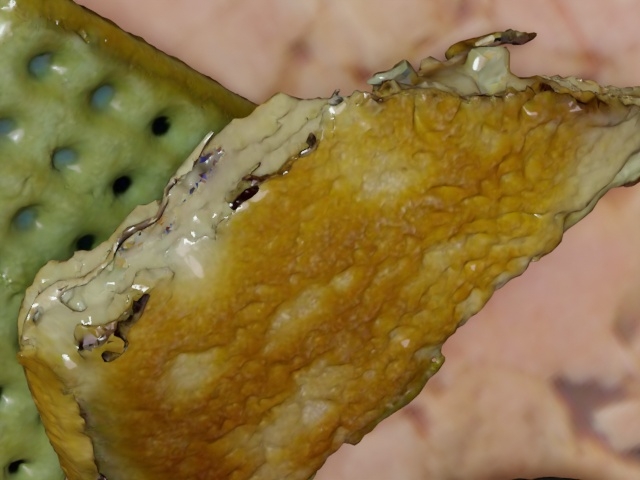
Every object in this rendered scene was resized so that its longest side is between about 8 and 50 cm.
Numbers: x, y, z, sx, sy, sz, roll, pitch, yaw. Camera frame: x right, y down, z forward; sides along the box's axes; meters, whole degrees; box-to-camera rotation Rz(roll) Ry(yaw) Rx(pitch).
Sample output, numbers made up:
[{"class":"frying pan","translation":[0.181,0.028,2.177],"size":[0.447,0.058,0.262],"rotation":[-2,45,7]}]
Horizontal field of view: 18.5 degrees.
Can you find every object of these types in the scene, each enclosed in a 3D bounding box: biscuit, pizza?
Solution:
[{"class":"biscuit","translation":[-0.109,0.041,0.585],"size":[0.231,0.016,0.139],"rotation":[-57,144,5]},{"class":"pizza","translation":[0.000,0.000,0.603],"size":[0.226,0.069,0.147],"rotation":[-45,139,1]}]

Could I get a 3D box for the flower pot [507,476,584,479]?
[{"class":"flower pot","translation":[0.081,0.212,0.641],"size":[0.235,0.148,0.235],"rotation":[-13,117,-28]}]
